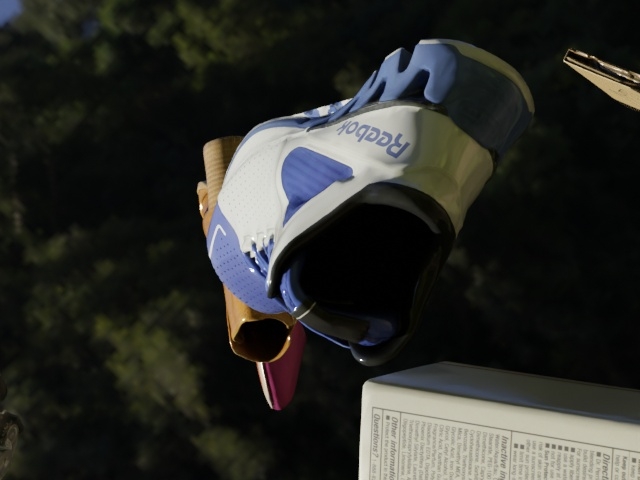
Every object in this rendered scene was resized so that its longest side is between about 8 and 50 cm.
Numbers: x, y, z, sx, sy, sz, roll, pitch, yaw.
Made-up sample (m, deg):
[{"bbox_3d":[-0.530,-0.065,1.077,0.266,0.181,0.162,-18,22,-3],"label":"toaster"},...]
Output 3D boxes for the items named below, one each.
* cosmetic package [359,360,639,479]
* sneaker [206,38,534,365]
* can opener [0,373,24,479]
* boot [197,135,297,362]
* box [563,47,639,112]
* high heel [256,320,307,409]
[{"bbox_3d":[0.179,0.176,1.105,0.113,0.309,0.160,-7,-78,-55],"label":"cosmetic package"},{"bbox_3d":[0.001,0.000,1.183,0.315,0.127,0.182,-33,25,52],"label":"sneaker"},{"bbox_3d":[-0.398,0.165,1.909,0.283,0.095,0.076,78,-148,-46],"label":"can opener"},{"bbox_3d":[-0.071,0.026,1.838,0.104,0.211,0.295,-10,-13,4],"label":"boot"},{"bbox_3d":[0.400,-0.169,2.099,0.201,0.164,0.021,22,-86,-58],"label":"box"},{"bbox_3d":[0.000,0.032,2.261,0.181,0.377,0.127,-1,-16,-2],"label":"high heel"}]
